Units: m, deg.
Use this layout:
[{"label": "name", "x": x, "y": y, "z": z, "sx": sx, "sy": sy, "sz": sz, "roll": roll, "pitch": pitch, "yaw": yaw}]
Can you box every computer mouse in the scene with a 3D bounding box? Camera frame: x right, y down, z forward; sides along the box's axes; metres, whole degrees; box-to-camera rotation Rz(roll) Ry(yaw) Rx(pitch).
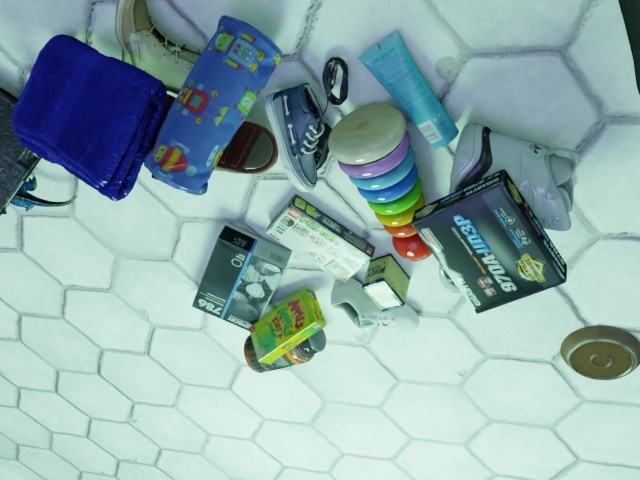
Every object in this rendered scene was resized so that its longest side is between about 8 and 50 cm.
[{"label": "computer mouse", "x": 0.007, "y": -0.225, "z": 1.288, "sx": 0.071, "sy": 0.041, "sz": 0.242, "roll": 36, "pitch": 132, "yaw": 15}]

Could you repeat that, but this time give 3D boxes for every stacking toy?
[{"label": "stacking toy", "x": 0.133, "y": -0.084, "z": 1.313, "sx": 0.141, "sy": 0.141, "sz": 0.330, "roll": -6, "pitch": 135, "yaw": 25}]

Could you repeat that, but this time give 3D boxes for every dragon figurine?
[{"label": "dragon figurine", "x": -0.696, "y": -0.109, "z": 1.554, "sx": 0.289, "sy": 0.144, "sz": 0.085, "roll": 22, "pitch": 99, "yaw": 6}]

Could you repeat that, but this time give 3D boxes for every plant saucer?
[{"label": "plant saucer", "x": 0.602, "y": 0.249, "z": 1.521, "sx": 0.169, "sy": 0.029, "sz": 0.168, "roll": 9, "pitch": 134, "yaw": 10}]

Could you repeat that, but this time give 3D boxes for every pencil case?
[{"label": "pencil case", "x": -0.181, "y": -0.218, "z": 1.198, "sx": 0.119, "sy": 0.306, "sz": 0.133, "roll": 31, "pitch": -176, "yaw": 22}]

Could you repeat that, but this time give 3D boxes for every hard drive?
[{"label": "hard drive", "x": -0.741, "y": -0.232, "z": 1.440, "sx": 0.339, "sy": 0.064, "sz": 0.236, "roll": 35, "pitch": 96, "yaw": -15}]

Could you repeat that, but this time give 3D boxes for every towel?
[{"label": "towel", "x": -0.419, "y": -0.225, "z": 1.252, "sx": 0.308, "sy": 0.076, "sz": 0.227, "roll": 29, "pitch": 100, "yaw": 30}]

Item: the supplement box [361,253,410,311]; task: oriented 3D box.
[{"label": "supplement box", "x": 0.140, "y": 0.089, "z": 1.496, "sx": 0.056, "sy": 0.083, "sz": 0.083, "roll": -21, "pitch": 122, "yaw": 34}]

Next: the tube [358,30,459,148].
[{"label": "tube", "x": 0.156, "y": -0.248, "z": 1.201, "sx": 0.080, "sy": 0.052, "sz": 0.207, "roll": -32, "pitch": 111, "yaw": 24}]

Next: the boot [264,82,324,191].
[{"label": "boot", "x": -0.029, "y": -0.181, "z": 1.264, "sx": 0.086, "sy": 0.069, "sz": 0.189, "roll": -12, "pitch": 107, "yaw": 34}]

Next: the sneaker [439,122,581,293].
[{"label": "sneaker", "x": 0.332, "y": -0.032, "z": 1.274, "sx": 0.210, "sy": 0.137, "sz": 0.365, "roll": 11, "pitch": 131, "yaw": 14}]

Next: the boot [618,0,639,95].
[{"label": "boot", "x": 0.299, "y": -0.352, "z": 0.957, "sx": 0.446, "sy": 0.146, "sz": 0.366, "roll": 3, "pitch": 120, "yaw": 8}]

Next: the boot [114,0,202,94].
[{"label": "boot", "x": -0.267, "y": -0.339, "z": 1.243, "sx": 0.165, "sy": 0.077, "sz": 0.213, "roll": 16, "pitch": 142, "yaw": 6}]

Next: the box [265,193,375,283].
[{"label": "box", "x": 0.000, "y": 0.000, "z": 1.496, "sx": 0.207, "sy": 0.036, "sz": 0.114, "roll": 34, "pitch": 134, "yaw": -13}]

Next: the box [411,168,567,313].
[{"label": "box", "x": 0.287, "y": 0.007, "z": 1.203, "sx": 0.175, "sy": 0.051, "sz": 0.220, "roll": -25, "pitch": 113, "yaw": 32}]

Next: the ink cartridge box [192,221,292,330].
[{"label": "ink cartridge box", "x": -0.196, "y": 0.111, "z": 1.654, "sx": 0.166, "sy": 0.065, "sz": 0.332, "roll": 24, "pitch": 136, "yaw": -4}]

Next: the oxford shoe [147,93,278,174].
[{"label": "oxford shoe", "x": -0.247, "y": -0.190, "z": 1.332, "sx": 0.349, "sy": 0.122, "sz": 0.130, "roll": 19, "pitch": 180, "yaw": 2}]

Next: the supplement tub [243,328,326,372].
[{"label": "supplement tub", "x": -0.084, "y": 0.255, "z": 1.718, "sx": 0.198, "sy": 0.106, "sz": 0.106, "roll": -19, "pitch": 123, "yaw": 34}]

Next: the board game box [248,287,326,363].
[{"label": "board game box", "x": -0.078, "y": 0.198, "z": 1.634, "sx": 0.181, "sy": 0.092, "sz": 0.043, "roll": -37, "pitch": 144, "yaw": 23}]

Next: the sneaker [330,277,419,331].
[{"label": "sneaker", "x": 0.115, "y": 0.165, "z": 1.570, "sx": 0.212, "sy": 0.094, "sz": 0.080, "roll": 25, "pitch": 134, "yaw": -5}]
